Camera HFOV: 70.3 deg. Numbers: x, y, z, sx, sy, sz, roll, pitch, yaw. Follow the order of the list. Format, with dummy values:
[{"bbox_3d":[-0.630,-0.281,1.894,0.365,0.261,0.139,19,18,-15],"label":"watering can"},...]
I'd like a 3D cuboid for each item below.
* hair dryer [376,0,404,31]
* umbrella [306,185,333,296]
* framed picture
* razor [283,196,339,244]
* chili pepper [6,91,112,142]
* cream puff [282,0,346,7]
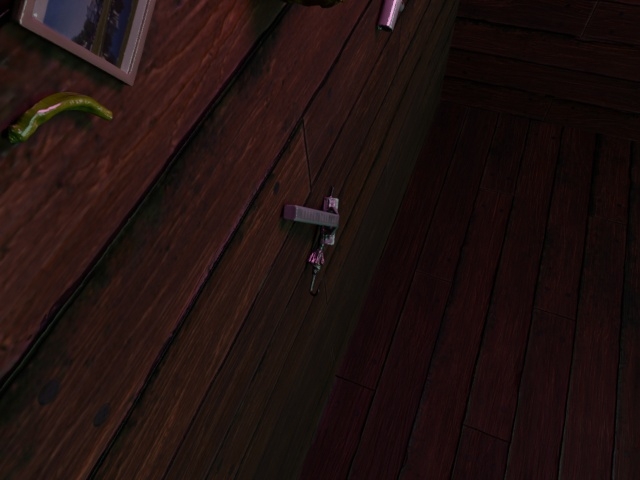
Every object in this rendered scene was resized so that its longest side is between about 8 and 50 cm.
[{"bbox_3d":[0.186,-0.572,1.125,0.183,0.044,0.154,-11,119,-77],"label":"hair dryer"},{"bbox_3d":[-0.004,0.000,1.093,0.044,0.044,0.269,12,85,-50],"label":"umbrella"},{"bbox_3d":[-0.154,-0.202,0.327,0.109,0.011,0.149,5,102,-75],"label":"framed picture"},{"bbox_3d":[-0.005,-0.046,0.946,0.278,0.056,0.111,3,93,-73],"label":"razor"},{"bbox_3d":[-0.186,-0.090,0.325,0.083,0.017,0.030,-51,155,-49],"label":"chili pepper"},{"bbox_3d":[-0.002,-0.346,0.526,0.146,0.116,0.146,20,90,-74],"label":"cream puff"}]
